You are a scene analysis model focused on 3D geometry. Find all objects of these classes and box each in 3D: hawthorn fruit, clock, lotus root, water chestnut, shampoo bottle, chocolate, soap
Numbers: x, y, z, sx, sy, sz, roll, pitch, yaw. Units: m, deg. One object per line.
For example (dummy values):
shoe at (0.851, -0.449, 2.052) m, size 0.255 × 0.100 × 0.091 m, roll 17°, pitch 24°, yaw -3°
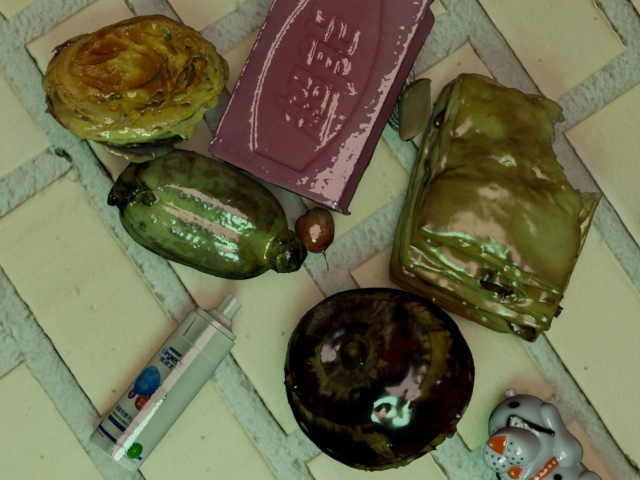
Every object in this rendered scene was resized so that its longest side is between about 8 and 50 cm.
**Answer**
hawthorn fruit at (0.000, 0.000, 1.741) m, size 0.067 × 0.067 × 0.103 m, roll -24°, pitch 76°, yaw -7°
clock at (0.340, 0.353, 1.718) m, size 0.189 × 0.189 × 0.254 m, roll -22°, pitch 83°, yaw -7°
lotus root at (-0.167, -0.028, 1.686) m, size 0.309 × 0.173 × 0.173 m, roll 25°, pitch 84°, yaw -2°
water chestnut at (0.098, 0.212, 1.670) m, size 0.300 × 0.300 × 0.300 m, roll 0°, pitch 86°, yaw -6°
shampoo bottle at (-0.223, 0.208, 1.693) m, size 0.092 × 0.092 × 0.303 m, roll 39°, pitch 84°, yaw -3°
chocolate at (0.140, -0.207, 1.718) m, size 0.031 × 0.100 × 0.064 m, roll 32°, pitch 54°, yaw 31°
soap at (0.007, -0.245, 1.701) m, size 0.233 × 0.128 × 0.359 m, roll 24°, pitch 90°, yaw 8°

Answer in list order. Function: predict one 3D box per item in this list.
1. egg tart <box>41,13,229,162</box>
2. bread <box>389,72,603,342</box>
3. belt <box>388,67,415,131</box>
egg tart at (-0.280, -0.219, 1.680) m, size 0.297 × 0.132 × 0.297 m, roll 4°, pitch 47°, yaw -5°
bread at (0.289, -0.057, 1.721) m, size 0.314 × 0.191 × 0.370 m, roll 23°, pitch 83°, yaw -4°
belt at (0.125, -0.290, 1.785) m, size 0.071 × 0.053 × 0.232 m, roll -3°, pitch 87°, yaw -4°
